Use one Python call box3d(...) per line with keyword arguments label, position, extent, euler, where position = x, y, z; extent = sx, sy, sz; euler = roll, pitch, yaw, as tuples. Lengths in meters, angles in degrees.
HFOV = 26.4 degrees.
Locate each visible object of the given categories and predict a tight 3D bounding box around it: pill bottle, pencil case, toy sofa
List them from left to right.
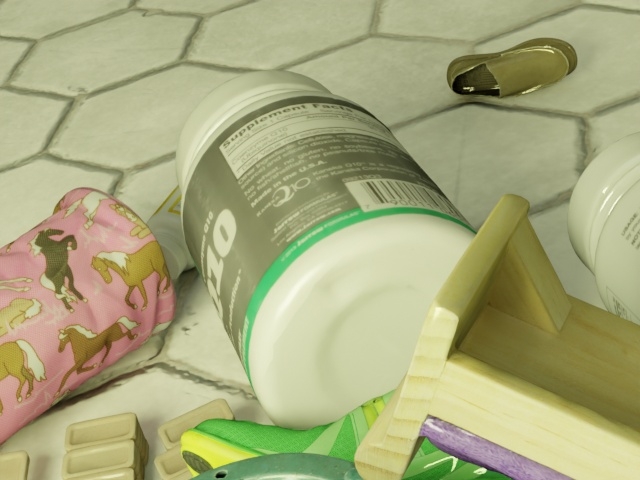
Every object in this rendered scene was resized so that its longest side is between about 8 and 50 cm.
box3d(label="pencil case", position=(-0.291, 0.105, 1.116), extent=(0.167, 0.160, 0.386), euler=(26, 49, 33))
box3d(label="pill bottle", position=(-0.133, -0.011, 1.327), extent=(0.065, 0.065, 0.116), euler=(1, 34, 25))
box3d(label="pill bottle", position=(0.000, 0.000, 1.117), extent=(0.204, 0.204, 0.361), euler=(-19, 31, -8))
box3d(label="toy sofa", position=(0.210, 0.137, 0.705), extent=(0.363, 0.177, 0.150), euler=(24, 32, 11))
box3d(label="pill bottle", position=(0.298, 0.032, 0.980), extent=(0.160, 0.160, 0.283), euler=(-19, 31, -8))

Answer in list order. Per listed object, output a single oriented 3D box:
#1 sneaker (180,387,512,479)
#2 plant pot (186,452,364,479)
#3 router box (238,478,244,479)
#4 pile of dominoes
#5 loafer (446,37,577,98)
box3d(label="sneaker", position=(0.051, 0.157, 0.932), extent=(0.296, 0.109, 0.123), euler=(4, 43, 12))
box3d(label="plant pot", position=(-0.015, 0.242, 0.736), extent=(0.293, 0.196, 0.293), euler=(-11, 30, 7))
box3d(label="router box", position=(-0.127, 0.269, 0.548), extent=(0.309, 0.081, 0.243), euler=(-25, 45, 6))
box3d(label="pile of dominoes", position=(-0.152, 0.230, 0.993), extent=(0.196, 0.040, 0.251), euler=(-12, 39, 4))
box3d(label="loafer", position=(0.205, -0.179, 1.474), extent=(0.148, 0.056, 0.050), euler=(-10, 30, 27))
